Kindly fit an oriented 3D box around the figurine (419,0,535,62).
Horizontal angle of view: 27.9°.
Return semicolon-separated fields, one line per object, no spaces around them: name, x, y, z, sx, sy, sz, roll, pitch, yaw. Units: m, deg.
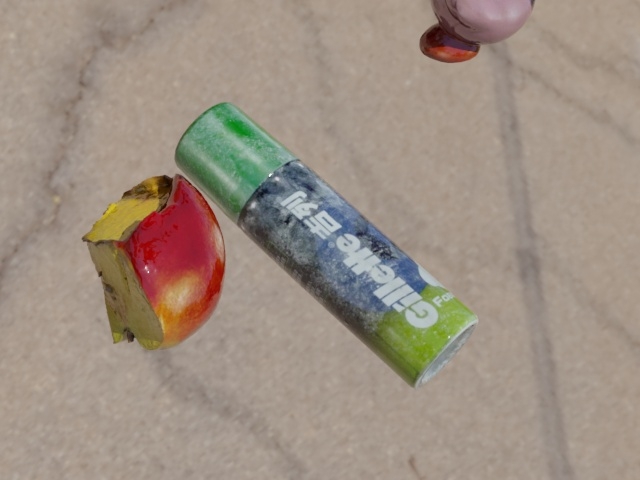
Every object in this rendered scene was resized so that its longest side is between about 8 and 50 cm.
figurine;0.103;-0.158;0.815;0.067;0.071;0.083;19;55;12

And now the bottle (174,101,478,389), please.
bottle;0.000;0.000;1.239;0.330;0.093;0.093;42;36;15

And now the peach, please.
peach;-0.136;0.020;1.101;0.118;0.151;0.151;-23;74;-22
